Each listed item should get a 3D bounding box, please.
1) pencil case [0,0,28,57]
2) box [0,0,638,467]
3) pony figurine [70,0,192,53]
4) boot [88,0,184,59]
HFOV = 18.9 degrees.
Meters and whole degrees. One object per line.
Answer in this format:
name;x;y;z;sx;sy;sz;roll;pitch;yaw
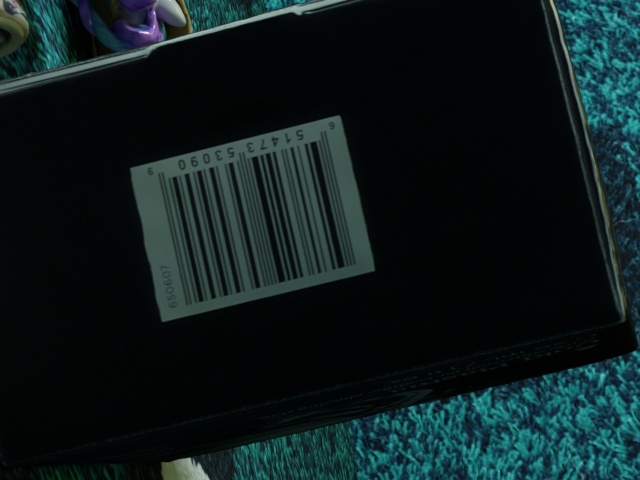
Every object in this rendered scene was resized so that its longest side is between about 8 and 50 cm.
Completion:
pencil case;-0.266;-0.297;1.228;0.183;0.159;0.410;-25;-116;58
box;0.000;0.000;1.606;0.472;0.479;0.297;24;53;-79
pony figurine;-0.217;-0.351;1.706;0.351;0.302;0.363;77;-14;-62
boot;-0.160;-0.257;1.953;0.220;0.109;0.283;-26;-98;62
